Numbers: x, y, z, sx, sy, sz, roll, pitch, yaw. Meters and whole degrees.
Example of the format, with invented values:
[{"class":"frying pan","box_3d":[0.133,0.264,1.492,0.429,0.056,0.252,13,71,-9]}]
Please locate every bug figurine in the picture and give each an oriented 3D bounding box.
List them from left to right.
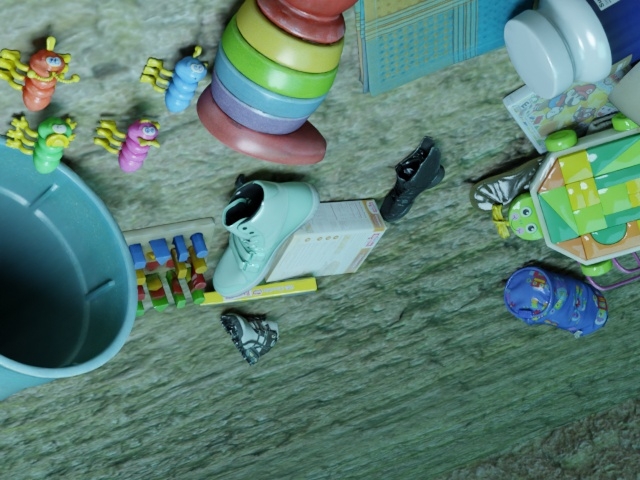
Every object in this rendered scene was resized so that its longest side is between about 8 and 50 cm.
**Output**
[{"class":"bug figurine","box_3d":[-0.276,-0.168,1.392,0.279,0.072,0.216,-4,141,-32]}]

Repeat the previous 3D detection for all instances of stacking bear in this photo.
[{"class":"stacking bear","box_3d":[-0.034,-0.256,1.354,0.164,0.175,0.289,-9,140,-42]}]

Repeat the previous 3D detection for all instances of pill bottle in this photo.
[{"class":"pill bottle","box_3d":[0.401,-0.315,1.521,0.264,0.153,0.153,-30,152,-7]}]

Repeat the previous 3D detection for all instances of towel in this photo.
[{"class":"towel","box_3d":[0.169,-0.359,1.440,0.271,0.040,0.370,-21,149,-7]}]

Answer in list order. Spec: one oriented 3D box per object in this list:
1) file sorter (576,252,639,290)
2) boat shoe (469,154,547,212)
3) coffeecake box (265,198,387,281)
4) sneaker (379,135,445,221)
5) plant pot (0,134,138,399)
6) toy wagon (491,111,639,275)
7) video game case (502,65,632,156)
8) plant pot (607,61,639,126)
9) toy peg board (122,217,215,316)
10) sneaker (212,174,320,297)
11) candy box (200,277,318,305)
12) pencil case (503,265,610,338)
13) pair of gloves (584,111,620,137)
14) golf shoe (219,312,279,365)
[{"class":"file sorter","box_3d":[0.625,-0.058,2.059,0.202,0.182,0.290,-15,159,-43]},{"class":"boat shoe","box_3d":[0.379,-0.110,1.965,0.223,0.080,0.073,-17,-170,11]},{"class":"coffeecake box","box_3d":[0.000,0.000,1.887,0.185,0.068,0.142,-5,147,-30]},{"class":"sneaker","box_3d":[0.147,-0.102,1.847,0.170,0.051,0.089,-41,147,21]},{"class":"plant pot","box_3d":[-0.484,0.086,1.450,0.334,0.341,0.341,-32,152,33]},{"class":"toy wagon","box_3d":[0.471,-0.067,1.893,0.344,0.068,0.267,-17,109,11]},{"class":"video game case","box_3d":[0.434,-0.241,1.841,0.206,0.026,0.227,-32,150,14]},{"class":"plant pot","box_3d":[0.625,-0.246,1.701,0.284,0.191,0.284,-37,170,-7]},{"class":"toy peg board","box_3d":[-0.251,0.051,1.781,0.161,0.079,0.161,-11,149,-22]},{"class":"sneaker","box_3d":[-0.131,-0.009,1.751,0.151,0.094,0.256,8,131,-49]},{"class":"candy box","box_3d":[-0.107,0.093,1.925,0.205,0.027,0.105,-8,177,0]},{"class":"pencil case","box_3d":[0.538,0.143,2.460,0.119,0.133,0.306,-3,168,40]},{"class":"pair of gloves","box_3d":[0.561,-0.176,1.999,0.240,0.042,0.204,-16,155,-23]},{"class":"golf shoe","box_3d":[-0.132,0.171,2.090,0.094,0.077,0.198,-33,159,-5]}]
